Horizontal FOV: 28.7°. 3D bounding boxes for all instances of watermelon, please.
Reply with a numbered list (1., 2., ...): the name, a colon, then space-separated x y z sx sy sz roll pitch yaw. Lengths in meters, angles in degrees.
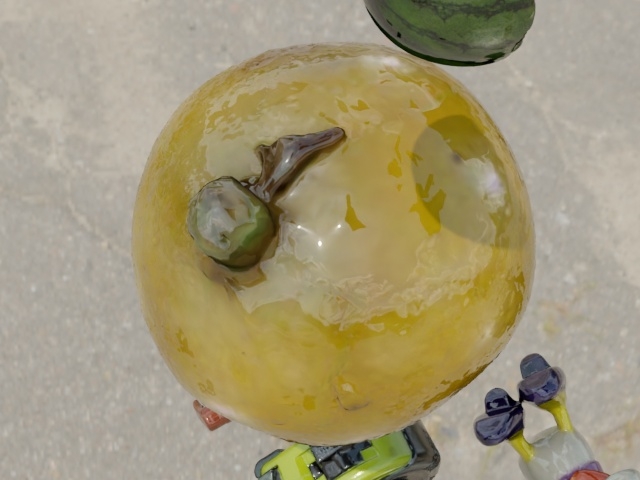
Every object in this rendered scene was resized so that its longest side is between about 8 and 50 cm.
1. watermelon: 0.046 -0.123 0.544 0.062 0.105 0.105 -18 50 -12

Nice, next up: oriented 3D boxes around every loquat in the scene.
1. loquat: 0.000 0.000 0.972 0.328 0.328 0.359 30 8 21

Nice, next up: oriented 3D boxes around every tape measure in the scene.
1. tape measure: 0.041 0.255 1.387 0.186 0.199 0.112 -38 65 13

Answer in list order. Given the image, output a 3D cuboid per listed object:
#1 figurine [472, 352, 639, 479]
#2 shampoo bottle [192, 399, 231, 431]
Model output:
1. figurine: 0.341 0.352 1.619 0.154 0.193 0.421 -31 88 -6
2. shampoo bottle: -0.053 0.178 1.674 0.244 0.085 0.085 -29 55 -13
